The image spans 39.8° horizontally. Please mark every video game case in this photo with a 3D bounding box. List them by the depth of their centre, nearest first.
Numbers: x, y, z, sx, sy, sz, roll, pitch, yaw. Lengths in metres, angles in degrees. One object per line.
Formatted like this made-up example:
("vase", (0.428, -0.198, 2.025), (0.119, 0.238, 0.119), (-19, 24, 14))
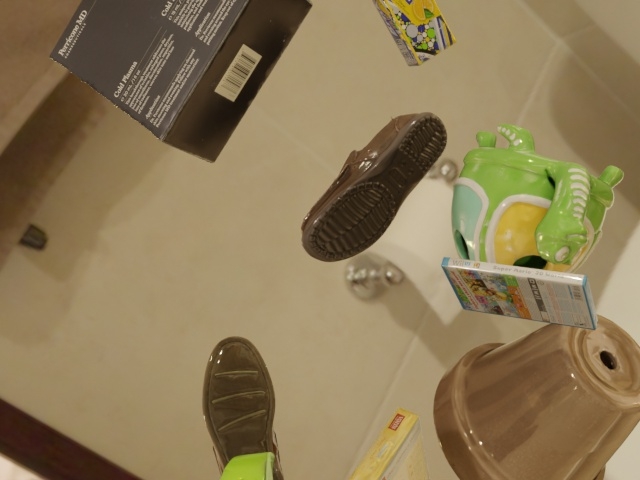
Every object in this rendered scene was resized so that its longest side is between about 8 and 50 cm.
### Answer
("video game case", (0.235, 0.063, 1.043), (0.166, 0.119, 0.015), (7, 64, 27))

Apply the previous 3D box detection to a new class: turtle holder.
("turtle holder", (0.336, -0.032, 1.367), (0.320, 0.243, 0.227), (20, 90, 54))

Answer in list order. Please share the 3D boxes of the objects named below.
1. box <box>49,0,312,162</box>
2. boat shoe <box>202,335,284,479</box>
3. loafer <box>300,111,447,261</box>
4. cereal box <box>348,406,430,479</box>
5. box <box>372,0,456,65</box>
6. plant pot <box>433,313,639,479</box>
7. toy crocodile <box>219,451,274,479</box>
("box", (-0.248, -0.372, 1.568), (0.312, 0.179, 0.343), (37, 98, 24))
("boat shoe", (-0.119, 0.303, 1.334), (0.104, 0.110, 0.307), (125, 136, -70))
("loafer", (0.095, -0.106, 1.735), (0.366, 0.134, 0.130), (-44, 31, -9))
("cereal box", (0.118, 0.414, 1.478), (0.047, 0.240, 0.173), (19, 52, 30))
("box", (0.100, -0.306, 1.110), (0.059, 0.169, 0.054), (-33, 15, -5))
("plant pot", (0.319, 0.220, 1.197), (0.229, 0.263, 0.263), (-54, 15, 44))
("toy crocodile", (-0.011, 0.380, 0.997), (0.115, 0.340, 0.105), (-24, 25, 27))
